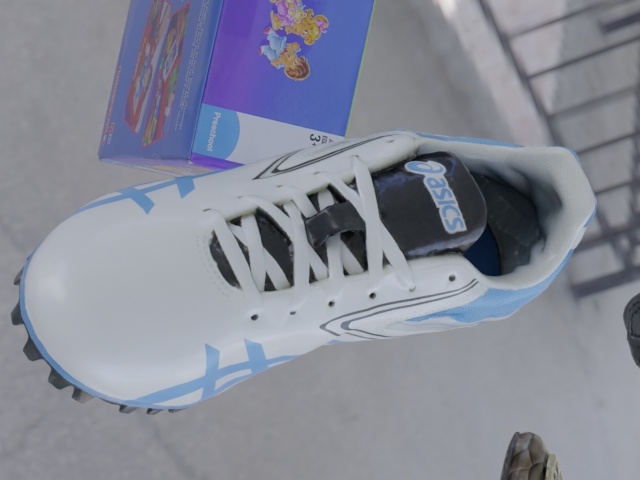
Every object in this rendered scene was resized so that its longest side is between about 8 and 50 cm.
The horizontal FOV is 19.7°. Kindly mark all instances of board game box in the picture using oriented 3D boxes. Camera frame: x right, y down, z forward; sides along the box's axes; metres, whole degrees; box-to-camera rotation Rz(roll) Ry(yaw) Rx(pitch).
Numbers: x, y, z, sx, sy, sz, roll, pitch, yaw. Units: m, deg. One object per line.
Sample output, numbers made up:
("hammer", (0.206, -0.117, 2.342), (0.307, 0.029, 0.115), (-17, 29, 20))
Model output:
("board game box", (-0.028, -0.203, 1.009), (0.078, 0.233, 0.347), (12, 90, -18))

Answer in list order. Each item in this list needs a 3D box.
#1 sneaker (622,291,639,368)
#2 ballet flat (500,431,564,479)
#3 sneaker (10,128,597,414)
("sneaker", (0.260, 0.015, 0.963), (0.276, 0.135, 0.097), (-23, 97, -41))
("ballet flat", (0.133, 0.223, 1.024), (0.084, 0.058, 0.250), (-39, 126, -62))
("sneaker", (0.000, 0.000, 0.646), (0.237, 0.086, 0.085), (-12, 69, -40))
